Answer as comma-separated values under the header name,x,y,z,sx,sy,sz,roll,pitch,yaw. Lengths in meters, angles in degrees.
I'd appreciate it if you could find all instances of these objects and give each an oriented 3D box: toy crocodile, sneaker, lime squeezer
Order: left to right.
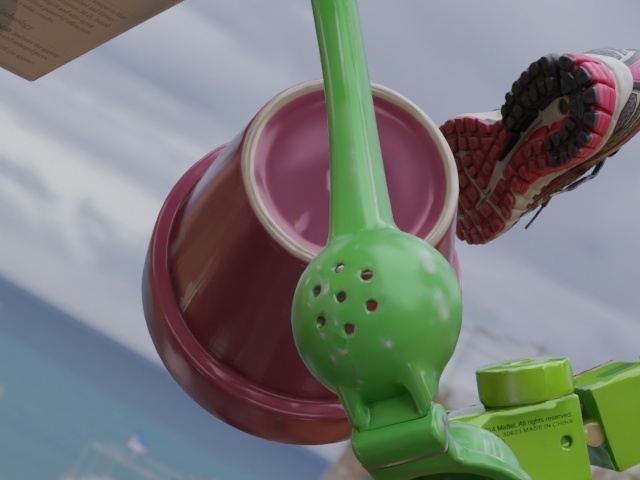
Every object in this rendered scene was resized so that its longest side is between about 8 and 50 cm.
name,x,y,z,sx,sy,sz,roll,pitch,yaw
lime squeezer,0.035,0.054,0.666,0.110,0.059,0.310,-65,134,-80
sneaker,0.201,-0.081,1.791,0.112,0.121,0.299,-14,-10,-32
toy crocodile,0.191,0.120,1.336,0.340,0.115,0.105,-15,3,-18

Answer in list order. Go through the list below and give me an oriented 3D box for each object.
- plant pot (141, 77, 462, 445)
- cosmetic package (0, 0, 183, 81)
name,x,y,z,sx,sy,sz,roll,pitch,yaw
plant pot,0.000,0.000,1.201,0.201,0.201,0.180,29,-29,3
cosmetic package,-0.202,-0.239,1.471,0.151,0.183,0.151,26,44,-54
